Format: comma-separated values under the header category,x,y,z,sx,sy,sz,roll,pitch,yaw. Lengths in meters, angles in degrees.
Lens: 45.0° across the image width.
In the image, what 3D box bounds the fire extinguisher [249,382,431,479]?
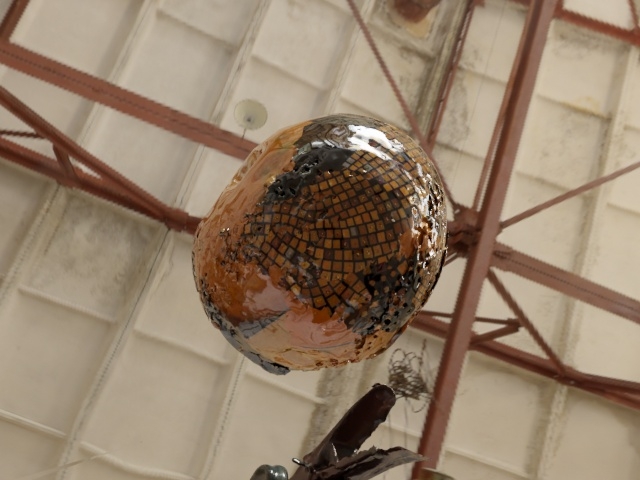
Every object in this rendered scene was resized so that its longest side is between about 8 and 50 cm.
category,x,y,z,sx,sy,sz,roll,pitch,yaw
fire extinguisher,-0.002,0.222,0.363,0.106,0.147,0.337,36,-144,-25

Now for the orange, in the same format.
category,x,y,z,sx,sy,sz,roll,pitch,yaw
orange,0.000,0.000,0.653,0.182,0.234,0.234,37,-109,-8
